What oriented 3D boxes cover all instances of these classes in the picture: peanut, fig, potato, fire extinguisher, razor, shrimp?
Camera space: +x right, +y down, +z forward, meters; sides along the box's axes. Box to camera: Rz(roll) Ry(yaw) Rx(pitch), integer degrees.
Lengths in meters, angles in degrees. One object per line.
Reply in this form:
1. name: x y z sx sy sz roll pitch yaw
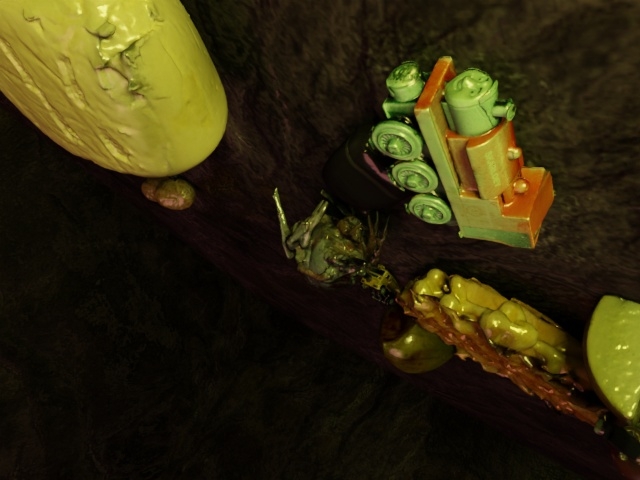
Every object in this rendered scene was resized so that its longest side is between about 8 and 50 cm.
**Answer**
1. peanut: -0.402 -0.127 1.295 0.193 0.089 0.089 16 159 43
2. fig: 0.204 0.209 1.047 0.166 0.144 0.154 17 156 2
3. potato: 0.332 0.147 0.562 0.081 0.120 0.149 19 160 41
4. fire extinguisher: 0.449 0.265 0.587 0.344 0.102 0.138 22 179 -23
5. razor: 0.052 -0.073 0.548 0.090 0.054 0.148 38 165 -10
6. shrimp: 0.000 0.000 0.727 0.172 0.137 0.372 17 169 -6

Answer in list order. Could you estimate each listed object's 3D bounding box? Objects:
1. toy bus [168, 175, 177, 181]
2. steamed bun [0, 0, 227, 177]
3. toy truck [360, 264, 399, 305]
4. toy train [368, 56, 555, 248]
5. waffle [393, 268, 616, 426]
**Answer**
1. toy bus: -0.323 -0.177 0.970 0.123 0.074 0.060 31 167 4
2. steamed bun: -0.214 -0.193 0.495 0.273 0.166 0.232 19 150 28
3. toy truck: 0.117 0.085 0.965 0.049 0.054 0.083 21 163 39
4. toy train: 0.117 -0.068 0.401 0.118 0.074 0.176 10 152 34
5. waffle: 0.293 0.170 0.806 0.380 0.095 0.382 31 170 7
